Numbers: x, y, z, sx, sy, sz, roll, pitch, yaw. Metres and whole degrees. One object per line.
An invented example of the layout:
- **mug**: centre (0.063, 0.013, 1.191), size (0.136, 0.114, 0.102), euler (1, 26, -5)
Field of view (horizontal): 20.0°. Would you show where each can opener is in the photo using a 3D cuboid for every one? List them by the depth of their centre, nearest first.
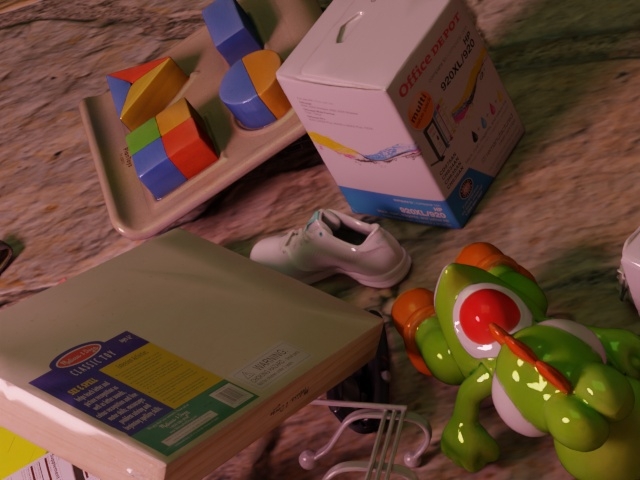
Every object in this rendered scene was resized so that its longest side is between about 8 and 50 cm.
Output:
- **can opener**: centre (0.052, 0.139, 1.967), size (0.059, 0.073, 0.186), euler (-23, 30, 23)

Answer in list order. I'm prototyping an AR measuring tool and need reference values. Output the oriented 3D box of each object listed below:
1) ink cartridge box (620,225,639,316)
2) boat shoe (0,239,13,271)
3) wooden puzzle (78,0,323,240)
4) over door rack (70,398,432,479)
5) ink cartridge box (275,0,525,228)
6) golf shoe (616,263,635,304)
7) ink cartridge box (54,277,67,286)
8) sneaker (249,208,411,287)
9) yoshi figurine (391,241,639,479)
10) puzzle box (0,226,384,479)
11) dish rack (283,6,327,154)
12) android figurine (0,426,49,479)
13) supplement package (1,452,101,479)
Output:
- **ink cartridge box**: centre (0.457, 0.032, 1.742), size (0.273, 0.114, 0.197), euler (31, 68, 37)
- **boat shoe**: centre (-0.466, 0.051, 2.389), size (0.049, 0.056, 0.152), euler (11, 55, 46)
- **wooden puzzle**: centre (-0.143, -0.190, 2.308), size (0.348, 0.080, 0.322), euler (-30, 39, 6)
- **over door rack**: centre (-0.065, 0.223, 1.788), size (0.324, 0.108, 0.239), euler (15, 24, 4)
- **ink cartridge box**: centre (0.096, -0.160, 2.111), size (0.168, 0.233, 0.171), euler (11, 55, 40)
- **golf shoe**: centre (0.386, 0.010, 1.898), size (0.086, 0.069, 0.176), euler (31, 70, 26)
- **ink cartridge box**: centre (-0.247, 0.135, 2.114), size (0.067, 0.115, 0.198), euler (-43, 40, -16)
- **sneaker**: centre (0.000, 0.000, 2.115), size (0.212, 0.094, 0.080), euler (0, 50, 33)
- **yoshi figurine**: centre (0.220, 0.141, 1.808), size (0.203, 0.203, 0.362), euler (3, 16, -21)
- **puzzle box**: centre (-0.151, 0.110, 1.797), size (0.272, 0.052, 0.409), euler (24, 27, 23)
- **dish rack**: centre (-0.101, -0.182, 2.388), size (0.271, 0.074, 0.208), euler (-17, 41, 18)
- **android figurine**: centre (-0.367, 0.286, 2.062), size (0.248, 0.056, 0.273), euler (-15, 40, 27)
- **supplement package**: centre (-0.235, 0.325, 1.843), size (0.203, 0.194, 0.149), euler (-30, 40, 1)
